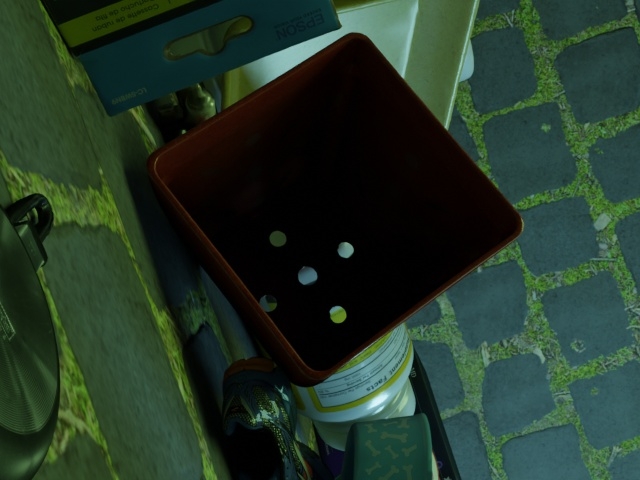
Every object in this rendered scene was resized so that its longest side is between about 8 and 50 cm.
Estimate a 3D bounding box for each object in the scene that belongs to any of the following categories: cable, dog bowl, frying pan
[{"bbox_3d":[-0.136,-0.114,1.386,0.287,0.072,0.139,53,23,-76],"label":"cable"},{"bbox_3d":[0.052,0.309,1.144,0.166,0.074,0.297,-91,-173,-63],"label":"dog bowl"},{"bbox_3d":[-0.162,0.041,0.583,0.326,0.053,0.197,30,42,-79],"label":"frying pan"}]

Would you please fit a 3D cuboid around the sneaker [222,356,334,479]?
[{"bbox_3d":[-0.047,0.222,1.084,0.087,0.083,0.221,-68,138,-59],"label":"sneaker"}]

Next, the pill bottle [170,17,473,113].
[{"bbox_3d":[-0.004,-0.269,1.593,0.224,0.392,0.224,-19,90,-87],"label":"pill bottle"}]

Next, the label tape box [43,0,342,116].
[{"bbox_3d":[-0.147,-0.300,0.977,0.106,0.241,0.333,-108,176,-48],"label":"label tape box"}]

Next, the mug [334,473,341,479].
[{"bbox_3d":[0.050,0.341,1.338,0.097,0.158,0.129,55,-13,-10],"label":"mug"}]

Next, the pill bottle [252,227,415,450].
[{"bbox_3d":[0.010,0.108,1.459,0.188,0.188,0.334,-103,173,-56],"label":"pill bottle"}]

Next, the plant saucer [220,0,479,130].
[{"bbox_3d":[0.014,-0.185,1.417,0.081,0.333,0.332,59,-24,33],"label":"plant saucer"}]

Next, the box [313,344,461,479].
[{"bbox_3d":[0.096,0.303,1.684,0.103,0.184,0.261,67,5,-46],"label":"box"}]

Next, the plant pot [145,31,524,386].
[{"bbox_3d":[0.000,0.000,1.176,0.267,0.267,0.236,51,-20,13],"label":"plant pot"}]

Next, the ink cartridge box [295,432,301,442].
[{"bbox_3d":[-0.038,0.242,1.317,0.048,0.028,0.083,-104,172,-54],"label":"ink cartridge box"}]

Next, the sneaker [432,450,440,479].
[{"bbox_3d":[0.081,0.349,1.448,0.128,0.087,0.221,23,68,-48],"label":"sneaker"}]
